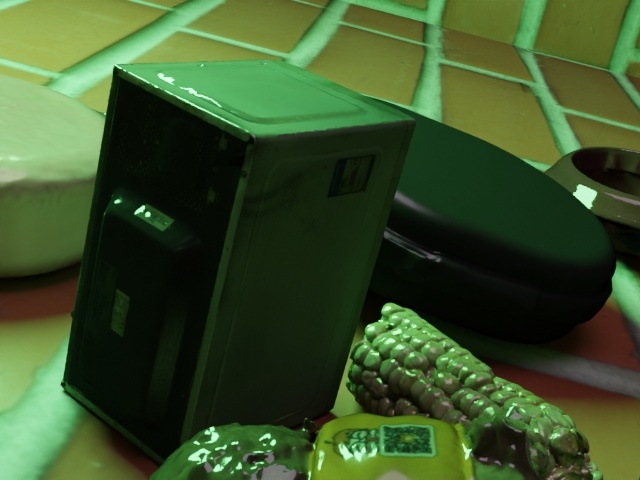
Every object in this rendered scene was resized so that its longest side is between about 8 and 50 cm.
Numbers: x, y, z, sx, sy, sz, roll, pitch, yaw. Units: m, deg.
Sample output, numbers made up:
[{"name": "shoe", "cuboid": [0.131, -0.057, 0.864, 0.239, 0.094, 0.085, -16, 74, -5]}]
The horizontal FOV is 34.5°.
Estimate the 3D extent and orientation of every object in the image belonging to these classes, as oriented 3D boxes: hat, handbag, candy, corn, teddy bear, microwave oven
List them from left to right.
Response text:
[{"name": "candy", "cuboid": [-0.264, -0.058, 0.781, 0.255, 0.095, 0.255, 12, 21, -5]}, {"name": "microwave oven", "cuboid": [-0.056, 0.005, 0.608, 0.129, 0.205, 0.163, 29, 25, 33]}, {"name": "teddy bear", "cuboid": [0.015, 0.134, 0.445, 0.190, 0.140, 0.177, 4, 25, -5]}, {"name": "handbag", "cuboid": [0.102, -0.018, 0.858, 0.307, 0.093, 0.254, 19, 27, -18]}, {"name": "corn", "cuboid": [0.076, 0.103, 0.617, 0.087, 0.087, 0.211, -1, 24, -34]}, {"name": "hat", "cuboid": [0.332, -0.034, 1.114, 0.205, 0.089, 0.205, 8, 24, -4]}]

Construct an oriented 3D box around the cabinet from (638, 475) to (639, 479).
[{"name": "cabinet", "cuboid": [0.228, 0.153, 0.463, 0.148, 0.175, 0.215, 14, 21, 0]}]
